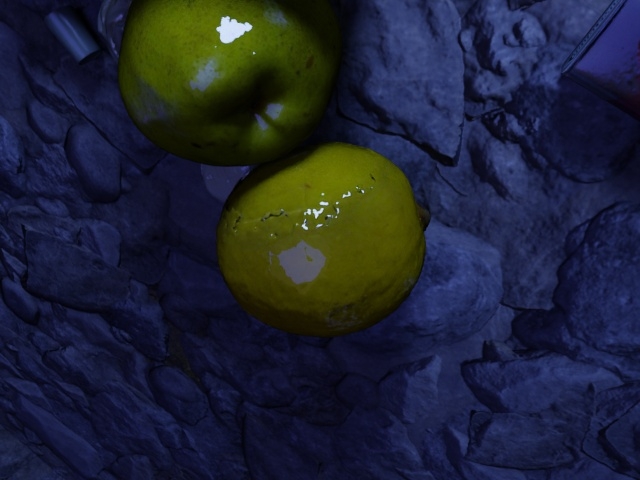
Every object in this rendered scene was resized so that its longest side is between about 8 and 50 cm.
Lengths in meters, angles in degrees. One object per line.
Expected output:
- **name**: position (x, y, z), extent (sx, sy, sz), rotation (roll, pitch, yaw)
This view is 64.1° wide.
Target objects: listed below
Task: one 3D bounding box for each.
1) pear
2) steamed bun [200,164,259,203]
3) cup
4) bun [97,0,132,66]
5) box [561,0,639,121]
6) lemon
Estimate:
- **pear**: position (-0.117, -0.231, 0.658), extent (0.295, 0.294, 0.294), rotation (12, 123, 19)
- **steamed bun**: position (-0.130, -0.121, 0.843), extent (0.113, 0.091, 0.129), rotation (18, 128, 21)
- **cup**: position (-0.426, -0.345, 0.875), extent (0.075, 0.054, 0.083), rotation (-23, 109, 33)
- **bun**: position (-0.266, -0.314, 0.787), extent (0.184, 0.102, 0.183), rotation (10, 121, 17)
- **box**: position (0.401, -0.180, 0.568), extent (0.224, 0.069, 0.120), rotation (34, 127, 2)
- **lemon**: position (-0.001, 0.000, 0.738), extent (0.298, 0.297, 0.296), rotation (12, 123, 19)
